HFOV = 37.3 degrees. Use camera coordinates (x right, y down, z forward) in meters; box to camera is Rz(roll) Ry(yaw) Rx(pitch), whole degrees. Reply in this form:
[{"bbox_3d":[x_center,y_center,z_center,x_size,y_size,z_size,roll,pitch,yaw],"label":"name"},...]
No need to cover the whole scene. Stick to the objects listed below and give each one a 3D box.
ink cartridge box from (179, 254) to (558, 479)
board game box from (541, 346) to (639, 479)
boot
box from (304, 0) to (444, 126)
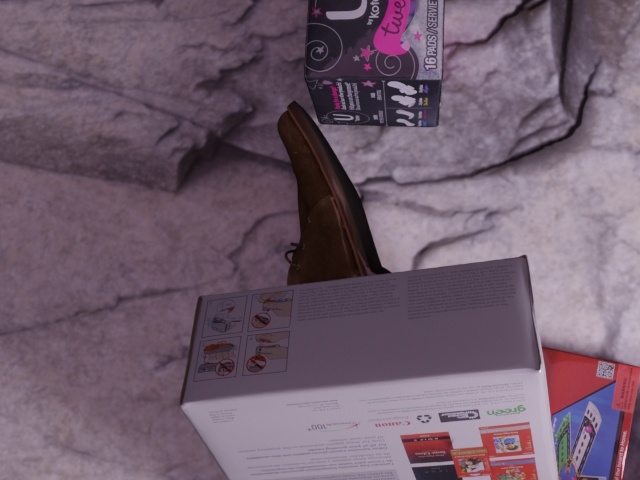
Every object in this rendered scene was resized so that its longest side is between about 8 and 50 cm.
[{"bbox_3d":[0.061,0.165,0.909,0.309,0.272,0.130,-7,46,12],"label":"ink cartridge box"},{"bbox_3d":[0.227,0.252,0.963,0.145,0.027,0.281,11,81,11],"label":"board game box"},{"bbox_3d":[0.000,0.000,1.005,0.115,0.112,0.305,-24,79,13],"label":"boot"},{"bbox_3d":[0.061,-0.261,1.010,0.142,0.163,0.247,1,79,6],"label":"box"}]
